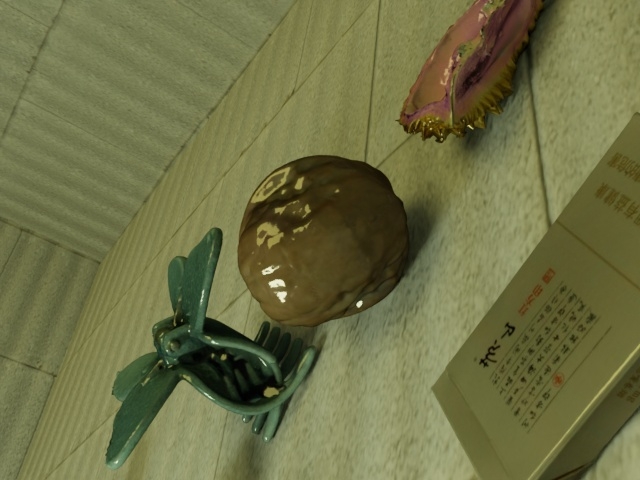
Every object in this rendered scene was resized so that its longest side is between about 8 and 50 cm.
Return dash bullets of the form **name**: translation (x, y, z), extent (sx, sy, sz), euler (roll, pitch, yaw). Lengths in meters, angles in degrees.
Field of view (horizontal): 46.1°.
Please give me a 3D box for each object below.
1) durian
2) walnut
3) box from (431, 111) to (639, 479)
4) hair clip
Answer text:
- **durian**: translation (0.228, -0.254, 1.091), extent (0.341, 0.112, 0.191), euler (-61, 11, -21)
- **walnut**: translation (0.000, 0.002, 1.100), extent (0.273, 0.227, 0.273), euler (-24, 38, 20)
- **box**: translation (0.253, 0.067, 0.711), extent (0.365, 0.051, 0.205), euler (-56, 23, 15)
- **hair clip**: translation (-0.187, 0.200, 1.288), extent (0.392, 0.238, 0.318), euler (-67, 21, -7)
